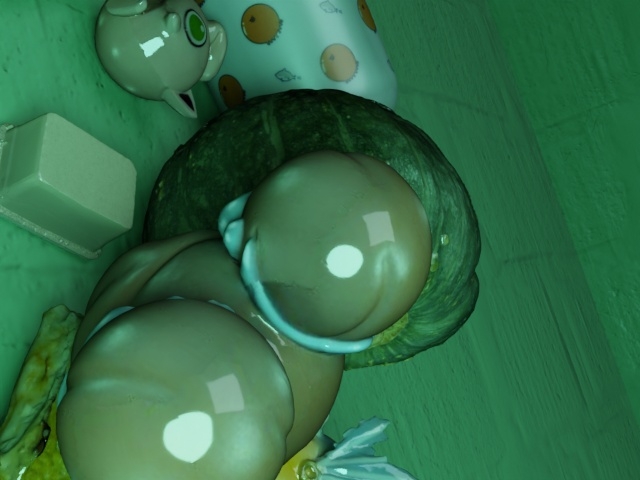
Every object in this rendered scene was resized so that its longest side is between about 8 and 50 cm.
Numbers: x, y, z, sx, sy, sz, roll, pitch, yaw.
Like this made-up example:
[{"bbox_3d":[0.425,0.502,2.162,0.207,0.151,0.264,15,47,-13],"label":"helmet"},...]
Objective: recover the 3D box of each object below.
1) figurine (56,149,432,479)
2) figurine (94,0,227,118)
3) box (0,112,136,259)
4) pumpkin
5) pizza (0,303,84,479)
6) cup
[{"bbox_3d":[-0.042,0.148,0.624,0.276,0.248,0.388,-48,131,-37],"label":"figurine"},{"bbox_3d":[-0.162,-0.201,0.882,0.138,0.125,0.125,56,29,-41],"label":"figurine"},{"bbox_3d":[-0.214,-0.048,0.748,0.122,0.062,0.089,34,43,-44],"label":"box"},{"bbox_3d":[0.000,0.000,0.853,0.328,0.292,0.257,39,30,-55],"label":"pumpkin"},{"bbox_3d":[-0.195,0.199,0.595,0.296,0.071,0.189,-79,156,-47],"label":"pizza"},{"bbox_3d":[-0.049,-0.247,1.013,0.212,0.212,0.317,-30,98,-61],"label":"cup"}]
